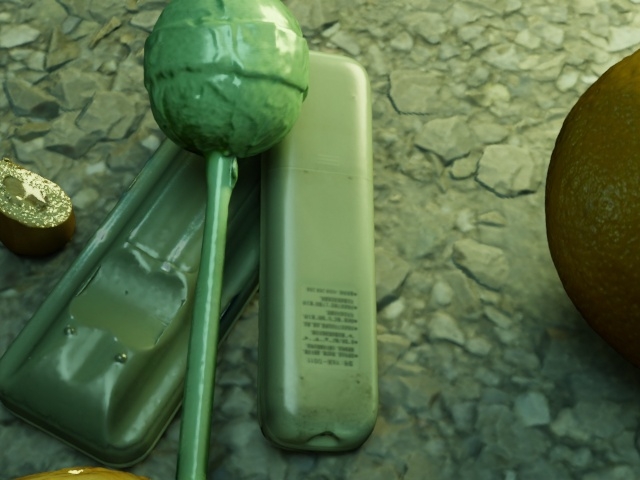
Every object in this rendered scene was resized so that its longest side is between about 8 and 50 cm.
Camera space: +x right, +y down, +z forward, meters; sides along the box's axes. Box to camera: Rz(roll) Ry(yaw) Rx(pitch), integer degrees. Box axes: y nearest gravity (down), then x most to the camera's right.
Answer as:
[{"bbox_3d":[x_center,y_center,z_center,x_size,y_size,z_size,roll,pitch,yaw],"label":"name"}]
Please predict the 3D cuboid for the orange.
[{"bbox_3d":[0.282,-0.022,0.927,0.264,0.264,0.264,0,59,0],"label":"orange"}]

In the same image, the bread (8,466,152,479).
[{"bbox_3d":[-0.199,0.210,0.804,0.236,0.198,0.120,-19,76,2],"label":"bread"}]

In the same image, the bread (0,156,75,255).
[{"bbox_3d":[-0.218,-0.022,1.003,0.062,0.103,0.049,8,67,-3],"label":"bread"}]

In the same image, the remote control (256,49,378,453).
[{"bbox_3d":[-0.001,0.000,0.984,0.090,0.038,0.309,6,70,-18],"label":"remote control"}]

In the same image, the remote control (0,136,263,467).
[{"bbox_3d":[-0.104,0.006,1.006,0.128,0.065,0.335,26,63,12],"label":"remote control"}]

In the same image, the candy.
[{"bbox_3d":[-0.075,0.031,0.918,0.119,0.119,0.439,3,78,2],"label":"candy"}]
